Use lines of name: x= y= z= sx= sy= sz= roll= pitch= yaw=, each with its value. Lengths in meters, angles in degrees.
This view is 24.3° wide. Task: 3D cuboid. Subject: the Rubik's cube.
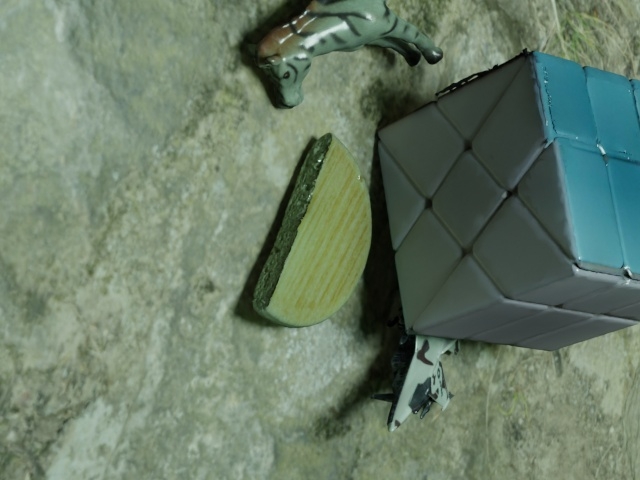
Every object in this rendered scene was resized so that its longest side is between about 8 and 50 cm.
Rubik's cube: x=0.217 y=-0.029 z=1.457 sx=0.224 sy=0.221 sz=0.231 roll=8 pitch=68 yaw=-42

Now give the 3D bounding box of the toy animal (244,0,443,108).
toy animal: x=0.051 y=-0.222 z=1.425 sx=0.170 sy=0.090 sz=0.255 roll=40 pitch=65 yaw=-32

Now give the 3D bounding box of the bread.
bread: x=0.001 y=0.005 z=1.431 sx=0.112 sy=0.036 sz=0.193 roll=38 pitch=66 yaw=-42

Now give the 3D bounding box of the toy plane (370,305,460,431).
toy plane: x=0.098 y=0.120 z=1.494 sx=0.234 sy=0.082 sz=0.160 roll=-41 pitch=128 yaw=-45
